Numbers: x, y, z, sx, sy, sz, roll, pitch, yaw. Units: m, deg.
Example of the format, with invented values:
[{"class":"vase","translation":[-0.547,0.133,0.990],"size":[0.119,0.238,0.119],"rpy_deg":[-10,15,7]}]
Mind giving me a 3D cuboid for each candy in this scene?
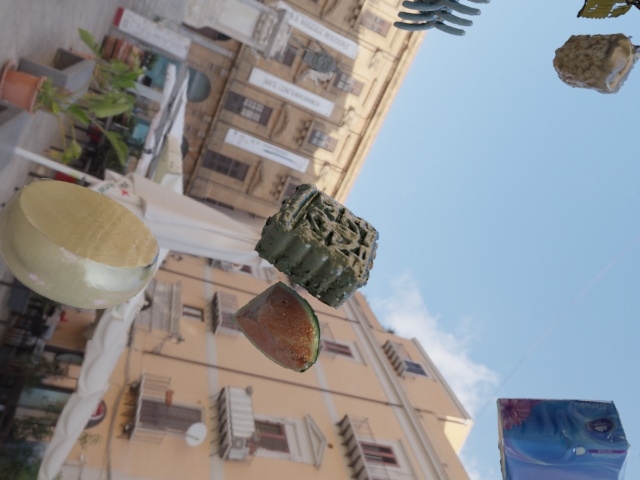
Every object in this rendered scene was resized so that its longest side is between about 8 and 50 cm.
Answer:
[{"class":"candy","translation":[0.416,-0.268,0.750],"size":[0.110,0.095,0.085],"rpy_deg":[37,-81,48]},{"class":"candy","translation":[0.786,-0.690,1.232],"size":[0.297,0.081,0.187],"rpy_deg":[-60,-160,16]}]

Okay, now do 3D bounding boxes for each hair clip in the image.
[{"class":"hair clip","translation":[0.294,-0.635,1.124],"size":[0.318,0.391,0.239],"rpy_deg":[-161,-98,-88]}]

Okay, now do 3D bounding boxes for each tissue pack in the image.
[{"class":"tissue pack","translation":[0.567,0.491,1.187],"size":[0.146,0.263,0.198],"rpy_deg":[-70,152,-56]}]

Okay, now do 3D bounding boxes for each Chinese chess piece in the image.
[{"class":"Chinese chess piece","translation":[-0.399,0.004,0.831],"size":[0.097,0.250,0.251],"rpy_deg":[-52,-153,16]}]

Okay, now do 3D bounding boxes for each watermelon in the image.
[{"class":"watermelon","translation":[-0.079,0.197,1.162],"size":[0.146,0.231,0.128],"rpy_deg":[-42,164,-32]}]

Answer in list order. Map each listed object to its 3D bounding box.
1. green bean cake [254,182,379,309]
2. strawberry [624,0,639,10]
[{"class":"green bean cake","translation":[0.000,0.000,1.137],"size":[0.132,0.255,0.241],"rpy_deg":[-49,-175,35]},{"class":"strawberry","translation":[0.504,-0.379,0.705],"size":[0.140,0.192,0.085],"rpy_deg":[-37,164,-31]}]
